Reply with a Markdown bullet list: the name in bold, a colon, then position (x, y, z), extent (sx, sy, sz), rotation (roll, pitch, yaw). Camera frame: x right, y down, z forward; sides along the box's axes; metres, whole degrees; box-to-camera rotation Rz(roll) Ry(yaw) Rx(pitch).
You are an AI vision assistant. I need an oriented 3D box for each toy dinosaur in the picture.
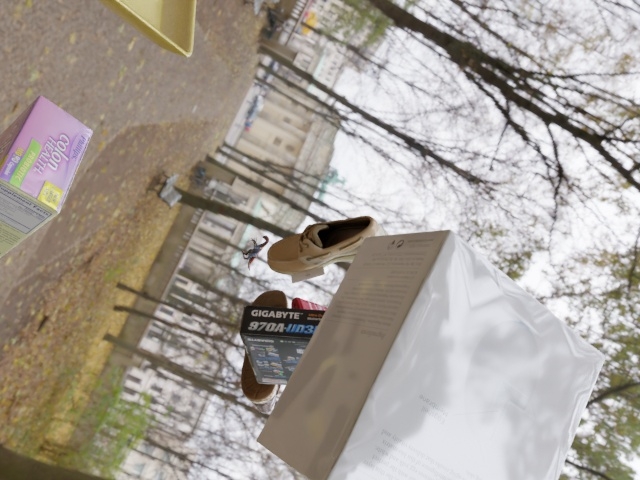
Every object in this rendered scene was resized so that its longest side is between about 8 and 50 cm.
- **toy dinosaur**: position (-0.171, 0.023, 1.630), extent (0.082, 0.090, 0.047), rotation (-20, -151, 0)

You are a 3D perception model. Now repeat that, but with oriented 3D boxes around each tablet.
- **tablet**: position (-0.031, 0.084, 1.486), extent (0.054, 0.083, 0.006), rotation (-103, 177, -71)

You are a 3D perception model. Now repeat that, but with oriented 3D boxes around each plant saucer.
- **plant saucer**: position (-0.400, -0.584, 1.261), extent (0.081, 0.333, 0.333), rotation (-16, -117, 29)

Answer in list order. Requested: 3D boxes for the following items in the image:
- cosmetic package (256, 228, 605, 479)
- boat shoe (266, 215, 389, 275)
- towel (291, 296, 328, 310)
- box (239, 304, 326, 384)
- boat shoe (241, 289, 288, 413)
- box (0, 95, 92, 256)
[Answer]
- **cosmetic package**: position (0.104, 0.146, 0.554), extent (0.138, 0.224, 0.225), rotation (-7, -130, 62)
- **boat shoe**: position (0.000, 0.000, 1.524), extent (0.341, 0.110, 0.122), rotation (-13, -130, 25)
- **towel**: position (0.059, 0.223, 1.197), extent (0.031, 0.275, 0.199), rotation (-40, -131, 23)
- **box**: position (0.000, 0.168, 0.917), extent (0.175, 0.220, 0.051), rotation (82, 12, -53)
- **boat shoe**: position (-0.137, 0.291, 1.613), extent (0.123, 0.123, 0.342), rotation (74, 11, -47)
- **box**: position (-0.573, -0.113, 1.144), extent (0.243, 0.117, 0.214), rotation (-26, -137, 32)
